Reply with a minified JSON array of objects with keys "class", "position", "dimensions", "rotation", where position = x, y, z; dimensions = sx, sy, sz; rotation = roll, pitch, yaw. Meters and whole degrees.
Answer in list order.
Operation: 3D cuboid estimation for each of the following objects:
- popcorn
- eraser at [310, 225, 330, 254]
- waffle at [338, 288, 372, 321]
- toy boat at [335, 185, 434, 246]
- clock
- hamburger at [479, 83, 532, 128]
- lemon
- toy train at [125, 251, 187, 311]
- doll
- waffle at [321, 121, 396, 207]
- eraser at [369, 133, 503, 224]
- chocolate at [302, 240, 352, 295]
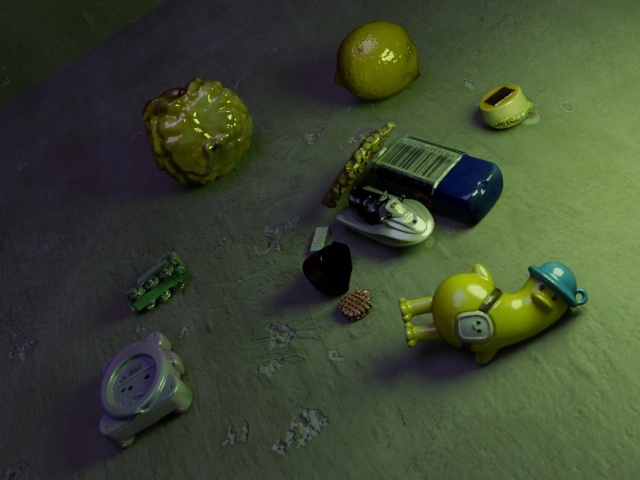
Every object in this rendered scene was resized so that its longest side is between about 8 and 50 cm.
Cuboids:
[{"class":"popcorn","position":[-0.394,-0.354,2.107],"dimensions":[0.349,0.349,0.381],"rotation":[-35,17,-2]},{"class":"eraser","position":[0.000,0.000,1.716],"dimensions":[0.038,0.019,0.083],"rotation":[-5,50,26]},{"class":"waffle","position":[0.084,0.149,1.523],"dimensions":[0.083,0.029,0.075],"rotation":[-22,44,9]},{"class":"toy boat","position":[0.155,-0.070,1.609],"dimensions":[0.141,0.141,0.269],"rotation":[-49,30,-16]},{"class":"clock","position":[-0.441,0.355,1.608],"dimensions":[0.228,0.090,0.248],"rotation":[-31,41,2]},{"class":"hamburger","position":[0.481,-0.342,1.696],"dimensions":[0.126,0.081,0.141],"rotation":[-45,31,-15]},{"class":"lemon","position":[0.163,-0.532,1.950],"dimensions":[0.254,0.228,0.228],"rotation":[-19,42,-7]},{"class":"toy train","position":[-0.464,0.120,1.851],"dimensions":[0.194,0.080,0.125],"rotation":[-36,32,1]},{"class":"doll","position":[0.346,0.142,1.309],"dimensions":[0.363,0.145,0.199],"rotation":[-11,86,11]},{"class":"waffle","position":[0.096,-0.195,1.708],"dimensions":[0.052,0.254,0.245],"rotation":[38,60,1]},{"class":"eraser","position":[0.286,-0.160,1.632],"dimensions":[0.332,0.101,0.155],"rotation":[27,68,43]},{"class":"chocolate","position":[0.017,0.073,1.589],"dimensions":[0.080,0.125,0.149],"rotation":[-17,7,29]}]
